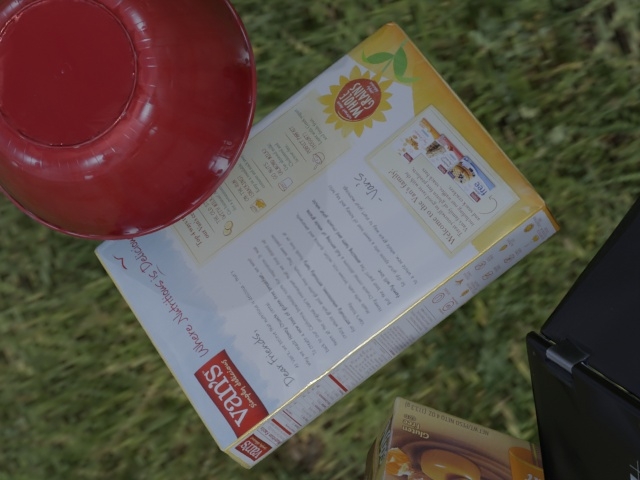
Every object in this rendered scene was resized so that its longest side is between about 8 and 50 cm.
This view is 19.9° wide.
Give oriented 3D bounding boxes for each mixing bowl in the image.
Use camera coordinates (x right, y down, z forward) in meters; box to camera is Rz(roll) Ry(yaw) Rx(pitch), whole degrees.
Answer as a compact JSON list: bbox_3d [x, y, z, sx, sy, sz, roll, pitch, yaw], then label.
[{"bbox_3d":[-0.136,-0.092,1.054,0.181,0.098,0.181,0,87,10],"label":"mixing bowl"}]

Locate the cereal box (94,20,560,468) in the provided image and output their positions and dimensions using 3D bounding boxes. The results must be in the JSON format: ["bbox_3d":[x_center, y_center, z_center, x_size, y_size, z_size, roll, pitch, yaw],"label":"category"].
[{"bbox_3d":[0.000,0.000,1.106,0.240,0.047,0.173,-37,59,4],"label":"cereal box"}]

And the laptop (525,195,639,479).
[{"bbox_3d":[0.349,0.141,1.241,0.382,0.236,0.408,36,143,51],"label":"laptop"}]

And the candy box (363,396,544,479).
[{"bbox_3d":[0.190,0.270,1.589,0.316,0.183,0.087,20,127,-4],"label":"candy box"}]
